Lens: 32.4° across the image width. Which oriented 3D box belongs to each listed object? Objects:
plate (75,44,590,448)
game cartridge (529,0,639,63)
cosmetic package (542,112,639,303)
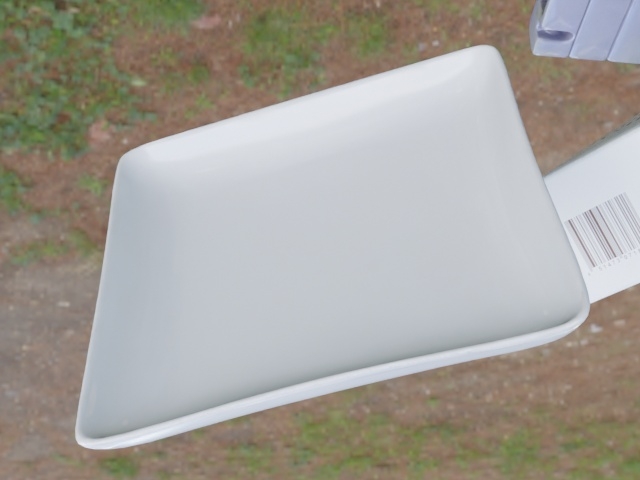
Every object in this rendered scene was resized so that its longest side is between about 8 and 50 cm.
[{"bbox_3d":[0.000,0.000,0.670,0.277,0.278,0.045,-16,129,9],"label":"plate"},{"bbox_3d":[0.322,-0.273,0.906,0.230,0.068,0.355,1,151,-3],"label":"game cartridge"},{"bbox_3d":[0.351,-0.108,0.709,0.377,0.097,0.284,-30,177,38],"label":"cosmetic package"}]
